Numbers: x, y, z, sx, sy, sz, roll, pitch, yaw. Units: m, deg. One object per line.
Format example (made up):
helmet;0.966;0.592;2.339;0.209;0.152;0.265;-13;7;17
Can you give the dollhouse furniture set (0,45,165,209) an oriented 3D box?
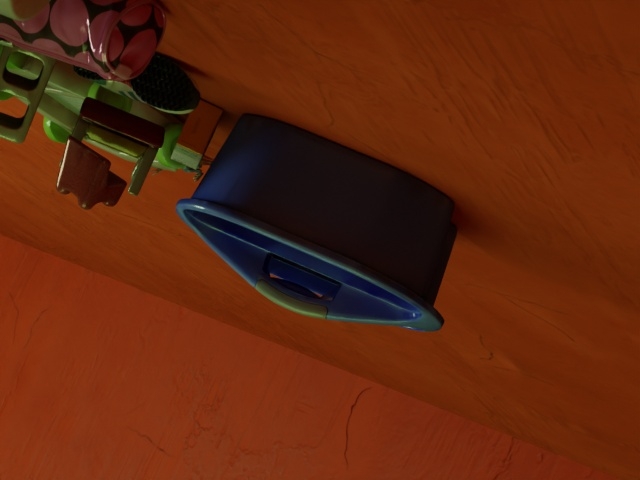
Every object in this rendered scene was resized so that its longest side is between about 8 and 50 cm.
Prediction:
dollhouse furniture set;-0.347;-0.168;1.832;0.374;0.152;0.201;21;-161;-10

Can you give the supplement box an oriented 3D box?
supplement box;-0.147;-0.125;1.978;0.036;0.062;0.098;25;170;-5

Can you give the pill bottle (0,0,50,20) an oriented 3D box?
pill bottle;-0.342;-0.291;1.353;0.278;0.162;0.162;23;169;8

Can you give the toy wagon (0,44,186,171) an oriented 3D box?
toy wagon;-0.316;-0.184;2.069;0.267;0.068;0.344;14;164;46

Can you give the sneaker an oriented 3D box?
sneaker;-0.195;-0.182;1.867;0.161;0.057;0.075;20;-176;21

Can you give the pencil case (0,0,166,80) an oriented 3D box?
pencil case;-0.262;-0.223;1.671;0.209;0.098;0.095;19;168;27

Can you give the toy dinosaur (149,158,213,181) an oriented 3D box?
toy dinosaur;-0.189;-0.119;2.231;0.090;0.047;0.082;-24;130;31

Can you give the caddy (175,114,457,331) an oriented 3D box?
caddy;0.000;0.000;1.940;0.341;0.179;0.241;23;168;12
